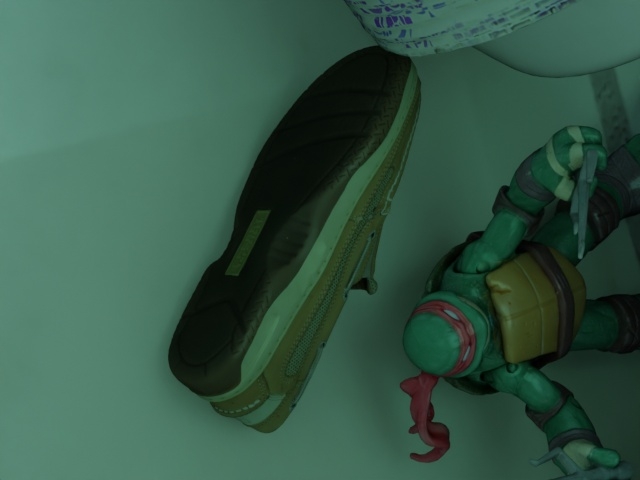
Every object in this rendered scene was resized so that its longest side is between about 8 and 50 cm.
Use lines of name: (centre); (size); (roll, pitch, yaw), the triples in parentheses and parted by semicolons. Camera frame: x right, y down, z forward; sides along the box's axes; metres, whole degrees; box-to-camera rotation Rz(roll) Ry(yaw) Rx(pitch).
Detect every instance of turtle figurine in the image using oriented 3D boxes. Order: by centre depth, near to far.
turtle figurine: (0.112, 0.028, 0.832); (0.234, 0.118, 0.175); (-22, 111, -51)

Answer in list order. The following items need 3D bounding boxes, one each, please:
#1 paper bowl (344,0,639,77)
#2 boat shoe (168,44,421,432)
paper bowl: (0.130, -0.185, 0.771); (0.148, 0.284, 0.284); (50, 59, -19)
boat shoe: (0.000, 0.000, 0.795); (0.072, 0.068, 0.190); (43, 71, -37)
